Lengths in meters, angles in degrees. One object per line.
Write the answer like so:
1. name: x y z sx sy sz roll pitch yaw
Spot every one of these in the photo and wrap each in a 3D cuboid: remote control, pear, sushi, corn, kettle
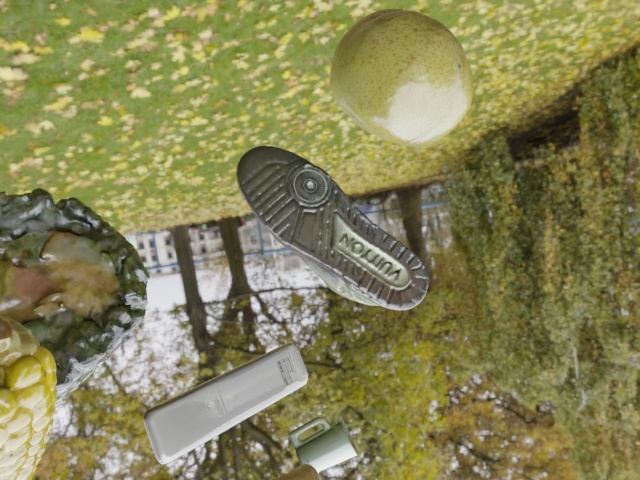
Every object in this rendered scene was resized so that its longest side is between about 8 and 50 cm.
1. remote control: -0.114 0.204 0.778 0.029 0.067 0.261 -23 177 41
2. pear: 0.091 -0.179 0.659 0.136 0.167 0.167 -52 -174 8
3. sushi: -0.426 0.095 0.782 0.352 0.294 0.178 -43 -176 -37
4. corn: -0.281 0.198 0.427 0.120 0.363 0.120 23 -158 -10
5. kettle: 0.009 0.552 1.590 0.148 0.127 0.098 -26 -151 0

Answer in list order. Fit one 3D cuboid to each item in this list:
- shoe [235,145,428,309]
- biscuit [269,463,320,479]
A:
1. shoe: 0.001 -0.002 0.807 0.109 0.293 0.149 -53 -176 -16
2. biscuit: -0.087 0.475 0.861 0.325 0.217 0.044 -7 149 -40
